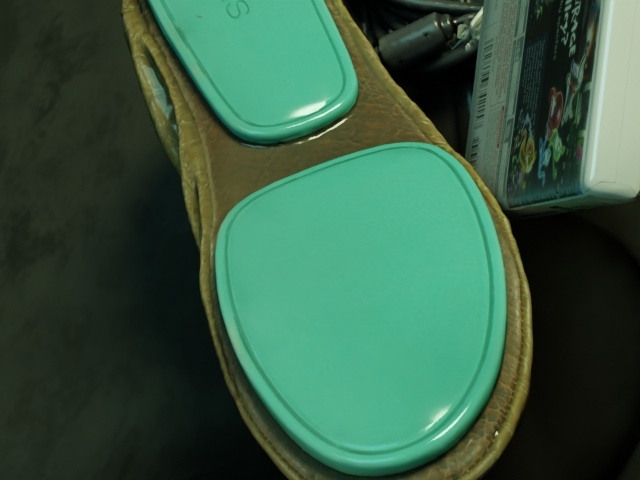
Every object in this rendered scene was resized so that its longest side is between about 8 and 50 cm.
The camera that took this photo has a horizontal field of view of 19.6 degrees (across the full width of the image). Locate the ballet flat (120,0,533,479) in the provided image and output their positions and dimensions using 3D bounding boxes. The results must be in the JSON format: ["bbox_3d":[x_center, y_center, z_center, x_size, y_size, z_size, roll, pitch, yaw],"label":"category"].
[{"bbox_3d":[0.000,0.000,0.718,0.116,0.124,0.342,-21,44,-7],"label":"ballet flat"}]

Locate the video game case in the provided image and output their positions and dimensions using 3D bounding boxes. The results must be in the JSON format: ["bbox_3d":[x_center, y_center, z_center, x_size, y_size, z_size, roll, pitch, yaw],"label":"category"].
[{"bbox_3d":[0.089,-0.104,0.661,0.173,0.022,0.190,169,109,-81],"label":"video game case"}]

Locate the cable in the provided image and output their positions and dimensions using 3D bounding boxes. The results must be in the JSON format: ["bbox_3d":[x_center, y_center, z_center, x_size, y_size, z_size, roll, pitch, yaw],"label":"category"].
[{"bbox_3d":[0.065,-0.158,0.801,0.150,0.047,0.184,-20,55,33],"label":"cable"}]
